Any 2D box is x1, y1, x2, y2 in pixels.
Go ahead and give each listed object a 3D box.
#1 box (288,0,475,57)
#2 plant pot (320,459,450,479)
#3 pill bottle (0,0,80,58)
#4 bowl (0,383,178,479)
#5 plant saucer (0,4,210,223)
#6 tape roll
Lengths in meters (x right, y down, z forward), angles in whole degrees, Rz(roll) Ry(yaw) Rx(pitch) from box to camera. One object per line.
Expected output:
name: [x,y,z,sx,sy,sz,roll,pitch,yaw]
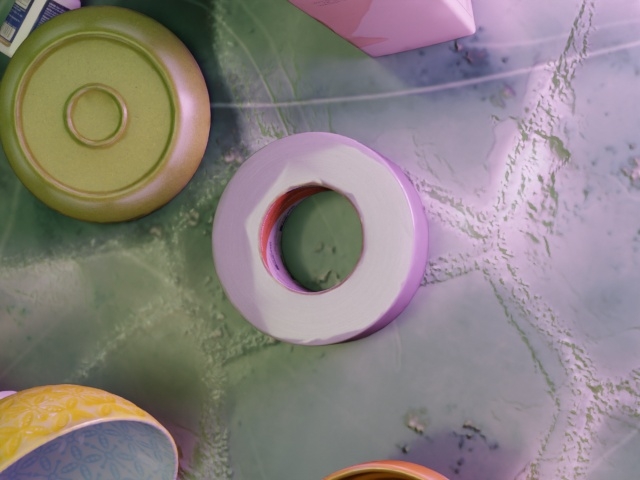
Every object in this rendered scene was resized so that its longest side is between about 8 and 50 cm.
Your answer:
box: [0.051,-0.277,1.207,0.121,0.311,0.148,-12,83,16]
plant pot: [0.079,0.309,1.231,0.205,0.188,0.205,-1,86,17]
pill bottle: [-0.313,-0.257,1.448,0.067,0.067,0.120,32,97,16]
bowl: [-0.309,0.247,1.326,0.156,0.289,0.289,42,100,33]
plant saucer: [-0.242,-0.137,1.402,0.241,0.037,0.241,0,96,4]
tape roll: [0.000,0.000,1.334,0.219,0.072,0.219,-1,86,17]
